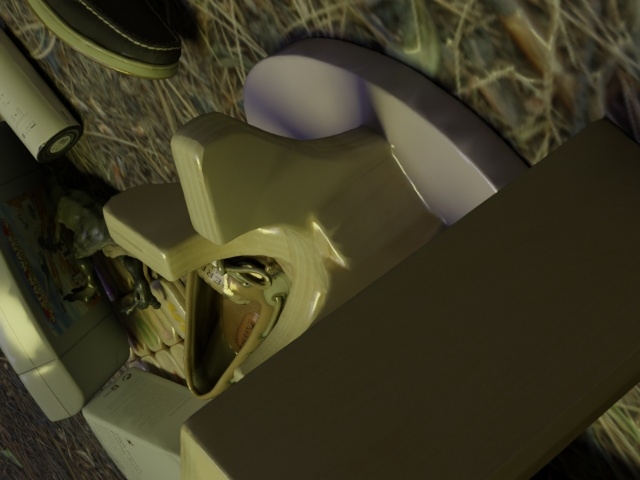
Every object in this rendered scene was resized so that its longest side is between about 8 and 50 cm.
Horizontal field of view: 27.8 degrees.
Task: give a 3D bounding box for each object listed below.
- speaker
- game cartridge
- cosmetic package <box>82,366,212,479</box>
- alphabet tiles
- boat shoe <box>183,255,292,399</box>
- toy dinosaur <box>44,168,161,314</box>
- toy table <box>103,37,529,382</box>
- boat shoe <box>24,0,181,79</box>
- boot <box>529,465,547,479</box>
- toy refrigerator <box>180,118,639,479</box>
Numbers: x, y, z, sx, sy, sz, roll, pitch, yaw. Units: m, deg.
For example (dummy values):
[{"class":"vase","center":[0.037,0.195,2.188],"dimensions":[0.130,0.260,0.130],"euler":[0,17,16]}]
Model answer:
[{"class":"speaker","center":[-0.292,-0.143,1.250],"dimensions":[0.136,0.055,0.055],"euler":[50,154,12]},{"class":"game cartridge","center":[-0.296,0.026,1.317],"dimensions":[0.198,0.062,0.297],"euler":[-70,-44,-78]},{"class":"cosmetic package","center":[-0.146,0.218,1.357],"dimensions":[0.231,0.085,0.117],"euler":[10,136,55]},{"class":"alphabet tiles","center":[-0.169,0.115,1.387],"dimensions":[0.278,0.021,0.284],"euler":[57,154,-4]},{"class":"boat shoe","center":[-0.063,0.039,1.025],"dimensions":[0.104,0.089,0.285],"euler":[43,152,26]},{"class":"toy dinosaur","center":[-0.206,0.009,1.261],"dimensions":[0.268,0.064,0.118],"euler":[21,120,46]},{"class":"toy table","center":[0.000,0.000,0.788],"dimensions":[0.274,0.161,0.252],"euler":[24,141,47]},{"class":"boat shoe","center":[-0.180,-0.203,0.954],"dimensions":[0.223,0.080,0.073],"euler":[42,120,25]},{"class":"boot","center":[0.074,0.166,0.930],"dimensions":[0.246,0.094,0.207],"euler":[17,139,44]},{"class":"toy refrigerator","center":[0.070,0.064,0.610],"dimensions":[0.102,0.269,0.094],"euler":[44,152,21]}]
